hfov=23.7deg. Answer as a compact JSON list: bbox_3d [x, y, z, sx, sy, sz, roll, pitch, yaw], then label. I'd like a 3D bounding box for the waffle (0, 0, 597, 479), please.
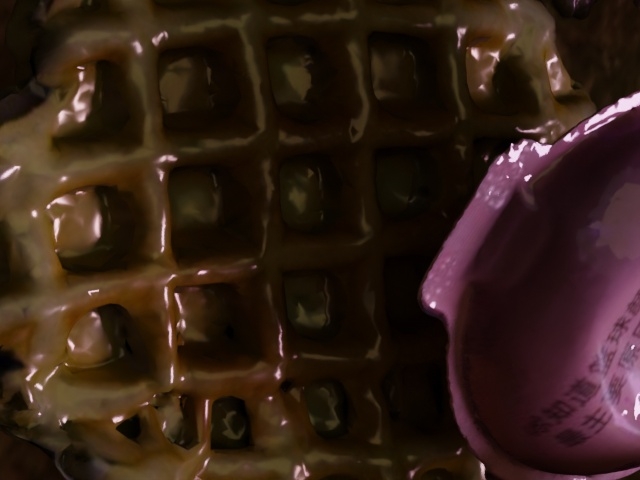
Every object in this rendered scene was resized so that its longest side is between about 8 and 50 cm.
[{"bbox_3d":[0.000,0.000,0.623,0.317,0.073,0.297,42,69,-23],"label":"waffle"}]

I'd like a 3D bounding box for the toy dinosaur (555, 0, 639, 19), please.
[{"bbox_3d":[0.160,-0.189,0.672,0.072,0.200,0.251,-30,98,-27],"label":"toy dinosaur"}]

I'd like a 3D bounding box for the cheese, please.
[{"bbox_3d":[0.153,0.032,0.621,0.286,0.074,0.189,18,107,-38],"label":"cheese"}]
